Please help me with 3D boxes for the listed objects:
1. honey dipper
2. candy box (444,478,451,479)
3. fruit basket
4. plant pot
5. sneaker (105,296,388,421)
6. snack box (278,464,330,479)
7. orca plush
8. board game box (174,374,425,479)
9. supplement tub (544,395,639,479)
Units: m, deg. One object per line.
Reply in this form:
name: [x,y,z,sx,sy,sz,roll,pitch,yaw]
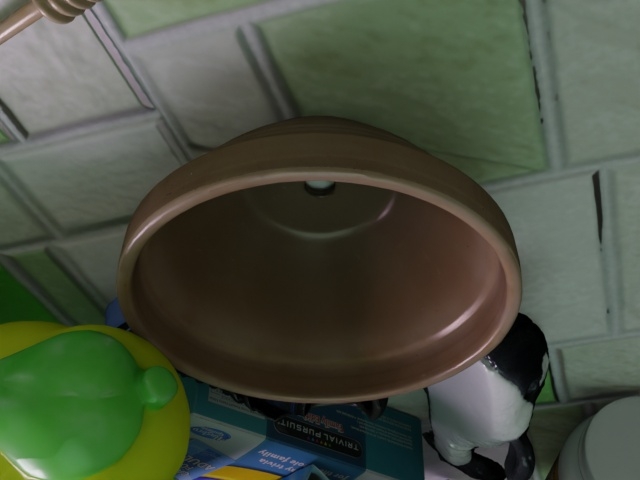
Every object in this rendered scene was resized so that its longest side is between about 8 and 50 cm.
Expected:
honey dipper: [-0.175,-0.112,0.449,0.161,0.030,0.030,-21,137,30]
candy box: [0.055,0.367,0.776,0.317,0.122,0.268,-19,-178,-15]
fruit basket: [-0.232,0.181,0.546,0.392,0.283,0.392,31,156,16]
plant pot: [0.000,0.000,0.517,0.238,0.109,0.237,1,142,1]
sneaker: [-0.056,0.090,0.644,0.233,0.090,0.081,2,141,-2]
snack box: [-0.104,0.338,0.651,0.060,0.322,0.187,46,128,-10]
orca plush: [0.154,0.123,0.678,0.102,0.151,0.287,-29,139,-13]
board game box: [-0.101,0.242,0.843,0.254,0.079,0.336,25,135,-27]
supplement tub: [0.292,0.251,0.795,0.145,0.144,0.199,1,141,0]
